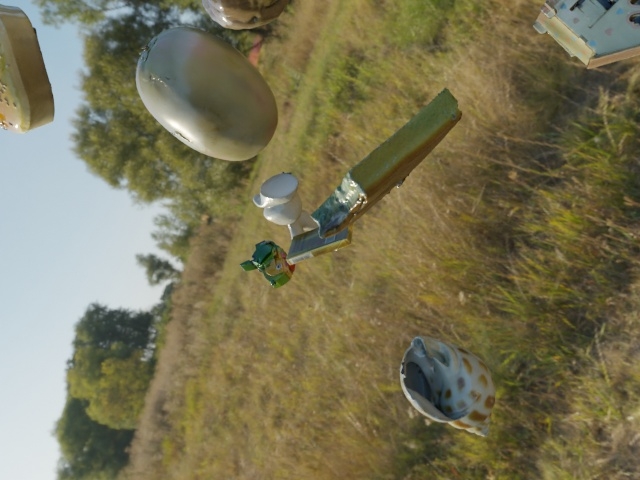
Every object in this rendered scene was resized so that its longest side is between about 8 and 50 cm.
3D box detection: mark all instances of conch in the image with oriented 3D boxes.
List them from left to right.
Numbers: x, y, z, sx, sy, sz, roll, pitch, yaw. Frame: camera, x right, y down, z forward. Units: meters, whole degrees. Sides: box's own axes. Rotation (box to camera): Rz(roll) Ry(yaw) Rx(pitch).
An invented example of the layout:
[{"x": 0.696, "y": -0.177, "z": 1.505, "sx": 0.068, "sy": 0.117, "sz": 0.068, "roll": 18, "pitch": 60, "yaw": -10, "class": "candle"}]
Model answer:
[{"x": 0.285, "y": 0.323, "z": 1.204, "sx": 0.182, "sy": 0.275, "sz": 0.149, "roll": -42, "pitch": -8, "yaw": -12, "class": "conch"}]

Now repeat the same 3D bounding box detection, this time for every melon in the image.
[{"x": -0.234, "y": -0.303, "z": 1.157, "sx": 0.223, "sy": 0.317, "sz": 0.223, "roll": -39, "pitch": 32, "yaw": 31, "class": "melon"}]

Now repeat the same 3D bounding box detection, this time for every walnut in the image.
[{"x": -0.175, "y": -0.617, "z": 1.279, "sx": 0.248, "sy": 0.248, "sz": 0.248, "roll": -163, "pitch": 90, "yaw": -78, "class": "walnut"}]

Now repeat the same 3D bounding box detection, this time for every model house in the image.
[{"x": 0.641, "y": -0.494, "z": 1.122, "sx": 0.326, "sy": 0.244, "sz": 0.169, "roll": -46, "pitch": -12, "yaw": 20, "class": "model house"}]

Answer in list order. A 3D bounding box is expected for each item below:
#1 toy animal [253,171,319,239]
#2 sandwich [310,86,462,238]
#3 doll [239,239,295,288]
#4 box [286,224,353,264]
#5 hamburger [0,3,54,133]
[{"x": -0.089, "y": -0.072, "z": 1.456, "sx": 0.221, "sy": 0.130, "sz": 0.104, "roll": 69, "pitch": -148, "yaw": -47, "class": "toy animal"}, {"x": 0.102, "y": -0.112, "z": 0.836, "sx": 0.245, "sy": 0.063, "sz": 0.212, "roll": -47, "pitch": -4, "yaw": 30, "class": "sandwich"}, {"x": -0.162, "y": 0.081, "z": 1.798, "sx": 0.134, "sy": 0.106, "sz": 0.186, "roll": -45, "pitch": 46, "yaw": -11, "class": "doll"}, {"x": 0.000, "y": 0.000, "z": 1.234, "sx": 0.156, "sy": 0.022, "sz": 0.089, "roll": -20, "pitch": 33, "yaw": 22, "class": "box"}, {"x": -0.730, "y": -0.398, "z": 1.290, "sx": 0.227, "sy": 0.151, "sz": 0.295, "roll": 16, "pitch": 118, "yaw": 50, "class": "hamburger"}]
